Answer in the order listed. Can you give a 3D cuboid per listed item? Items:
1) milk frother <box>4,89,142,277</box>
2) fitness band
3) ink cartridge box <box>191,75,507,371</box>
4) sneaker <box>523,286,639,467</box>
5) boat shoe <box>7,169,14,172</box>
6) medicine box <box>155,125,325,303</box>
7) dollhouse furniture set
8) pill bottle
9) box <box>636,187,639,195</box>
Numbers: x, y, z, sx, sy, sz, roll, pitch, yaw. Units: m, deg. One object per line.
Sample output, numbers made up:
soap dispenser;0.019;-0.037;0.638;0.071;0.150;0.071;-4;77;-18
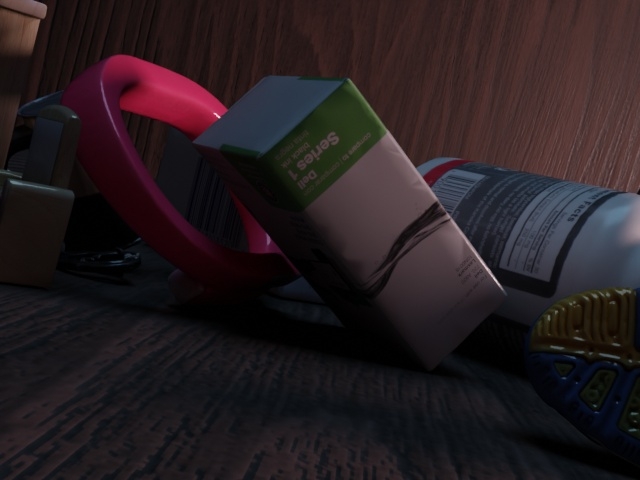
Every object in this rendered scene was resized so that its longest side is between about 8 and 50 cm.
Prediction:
milk frother;-0.195;-0.047;0.850;0.129;0.134;0.143;-32;28;-36
fitness band;-0.106;-0.047;0.843;0.054;0.209;0.291;-32;-12;15
ink cartridge box;0.021;-0.017;0.792;0.219;0.092;0.160;51;-13;-22
sneaker;0.259;0.111;0.647;0.297;0.111;0.131;15;-14;-6
boat shoe;-0.322;-0.044;1.097;0.137;0.049;0.043;10;-37;-28
medicine box;-0.002;-0.021;1.156;0.289;0.149;0.264;10;5;-42
dollhouse furniture set;-0.358;-0.111;0.704;0.303;0.198;0.286;11;4;-40
pill bottle;0.218;0.033;0.930;0.176;0.176;0.319;11;5;-46
box;0.491;0.013;1.218;0.142;0.163;0.247;40;-18;-26
